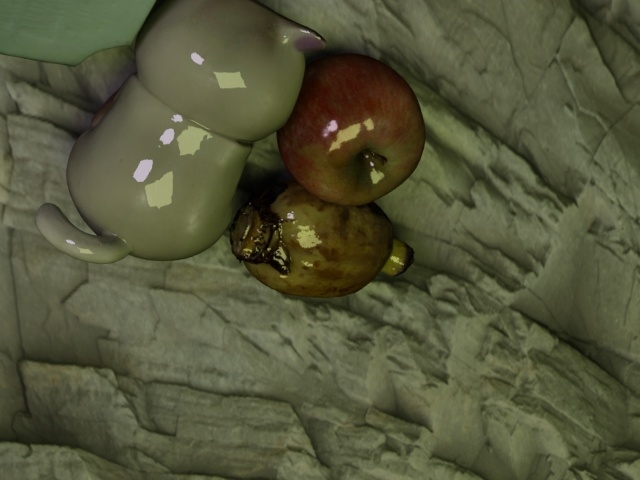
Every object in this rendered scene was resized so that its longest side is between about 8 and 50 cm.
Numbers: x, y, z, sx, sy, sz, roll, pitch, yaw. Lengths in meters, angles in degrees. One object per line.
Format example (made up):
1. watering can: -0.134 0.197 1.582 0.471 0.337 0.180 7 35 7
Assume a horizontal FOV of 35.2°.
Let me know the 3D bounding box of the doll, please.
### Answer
1. doll: -0.164 -0.137 1.221 0.215 0.226 0.370 34 101 0

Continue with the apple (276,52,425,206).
1. apple: 0.036 -0.145 1.290 0.188 0.174 0.188 -9 129 -11

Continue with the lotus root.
1. lotus root: 0.000 0.000 1.400 0.314 0.141 0.169 13 129 -36

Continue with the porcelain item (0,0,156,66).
1. porcelain item: -0.292 -0.330 1.024 0.281 0.157 0.286 3 144 -36
